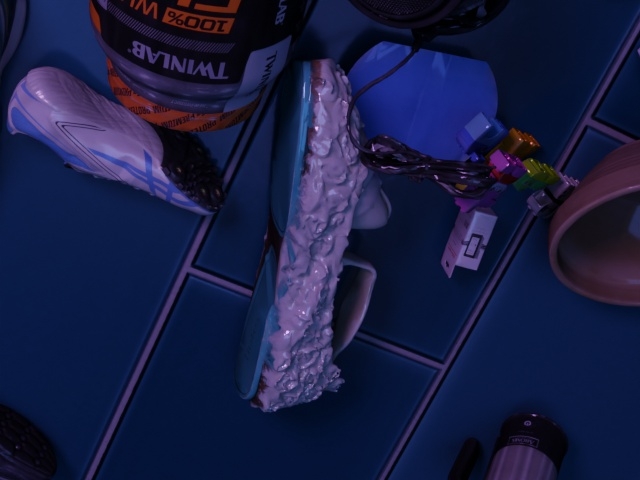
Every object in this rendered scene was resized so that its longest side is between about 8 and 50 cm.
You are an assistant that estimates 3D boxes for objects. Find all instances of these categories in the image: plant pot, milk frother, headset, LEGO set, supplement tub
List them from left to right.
[{"bbox_3d":[-0.096,-0.259,0.842,0.194,0.193,0.316,7,136,-9],"label":"supplement tub"},{"bbox_3d":[0.122,-0.243,0.871,0.185,0.243,0.394,21,105,18],"label":"headset"},{"bbox_3d":[0.184,-0.066,1.032,0.093,0.087,0.227,-43,155,23],"label":"LEGO set"},{"bbox_3d":[0.233,0.305,1.171,0.129,0.134,0.143,-16,113,33],"label":"milk frother"},{"bbox_3d":[0.359,-0.034,1.043,0.238,0.109,0.237,2,147,1],"label":"plant pot"}]

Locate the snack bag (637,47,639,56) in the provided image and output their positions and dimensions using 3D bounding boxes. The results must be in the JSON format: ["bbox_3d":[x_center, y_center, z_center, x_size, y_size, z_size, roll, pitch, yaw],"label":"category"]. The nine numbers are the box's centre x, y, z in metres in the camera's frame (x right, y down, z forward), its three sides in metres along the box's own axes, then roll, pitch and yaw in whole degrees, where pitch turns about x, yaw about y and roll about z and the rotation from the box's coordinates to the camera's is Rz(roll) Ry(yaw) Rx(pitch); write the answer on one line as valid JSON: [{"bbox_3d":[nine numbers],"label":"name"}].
[{"bbox_3d":[0.558,-0.149,1.086,0.343,0.037,0.323,-28,111,4],"label":"snack bag"}]

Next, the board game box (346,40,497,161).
[{"bbox_3d":[0.100,-0.143,1.037,0.169,0.033,0.133,9,120,-11],"label":"board game box"}]

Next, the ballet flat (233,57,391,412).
[{"bbox_3d":[0.000,0.000,1.037,0.147,0.147,0.408,8,117,-9],"label":"ballet flat"}]

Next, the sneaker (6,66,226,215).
[{"bbox_3d":[-0.205,-0.092,1.006,0.237,0.085,0.086,30,131,-20],"label":"sneaker"}]

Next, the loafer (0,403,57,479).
[{"bbox_3d":[-0.401,0.214,1.100,0.223,0.076,0.078,35,109,-13],"label":"loafer"}]

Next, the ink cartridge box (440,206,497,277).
[{"bbox_3d":[0.164,0.000,1.092,0.028,0.048,0.083,15,110,-12],"label":"ink cartridge box"}]

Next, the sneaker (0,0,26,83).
[{"bbox_3d":[-0.363,-0.138,0.946,0.107,0.110,0.275,15,109,-12],"label":"sneaker"}]
